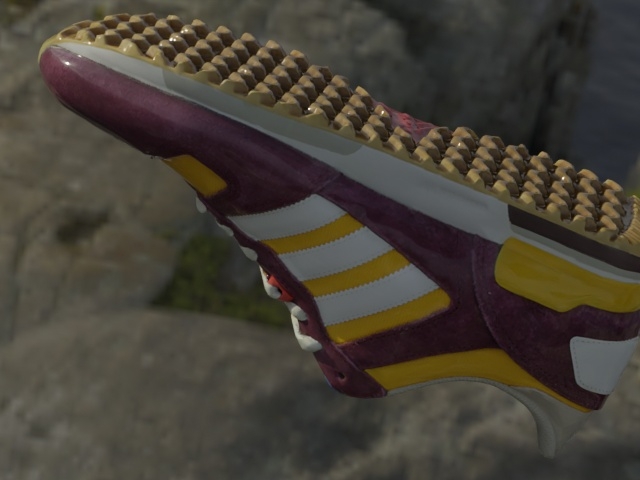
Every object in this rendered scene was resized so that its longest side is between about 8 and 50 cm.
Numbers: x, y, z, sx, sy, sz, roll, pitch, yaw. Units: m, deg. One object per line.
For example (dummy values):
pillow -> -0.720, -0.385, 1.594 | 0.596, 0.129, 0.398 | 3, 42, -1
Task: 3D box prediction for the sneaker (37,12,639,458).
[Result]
sneaker -> 0.000, 0.000, 0.557 | 0.185, 0.084, 0.069 | 23, 18, 5
